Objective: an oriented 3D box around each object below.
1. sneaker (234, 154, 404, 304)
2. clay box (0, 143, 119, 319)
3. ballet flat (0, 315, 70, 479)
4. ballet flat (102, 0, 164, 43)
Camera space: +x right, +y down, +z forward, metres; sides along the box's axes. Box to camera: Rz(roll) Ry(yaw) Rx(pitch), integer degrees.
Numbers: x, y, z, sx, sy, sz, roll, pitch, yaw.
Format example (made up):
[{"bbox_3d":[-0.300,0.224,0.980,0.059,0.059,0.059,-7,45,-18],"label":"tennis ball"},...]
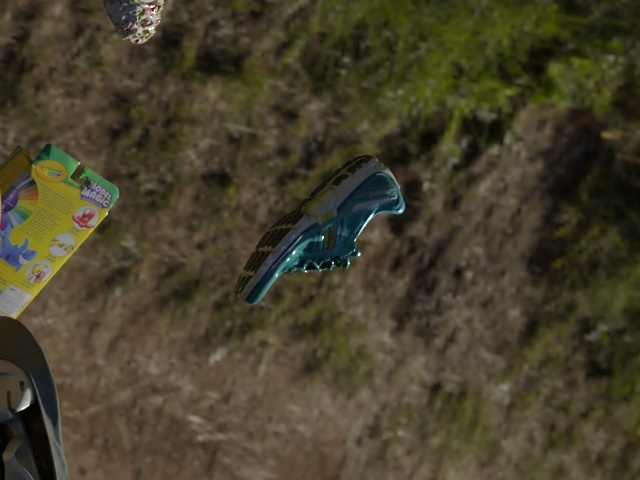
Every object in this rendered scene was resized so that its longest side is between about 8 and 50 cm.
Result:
[{"bbox_3d":[0.000,0.000,2.038,0.275,0.110,0.107,-40,-169,-7],"label":"sneaker"},{"bbox_3d":[-0.351,-0.013,1.729,0.222,0.053,0.127,-48,132,6],"label":"clay box"},{"bbox_3d":[-0.271,0.171,1.338,0.068,0.072,0.213,0,74,-77],"label":"ballet flat"},{"bbox_3d":[-0.209,-0.326,1.588,0.091,0.077,0.241,-41,123,-45],"label":"ballet flat"}]
